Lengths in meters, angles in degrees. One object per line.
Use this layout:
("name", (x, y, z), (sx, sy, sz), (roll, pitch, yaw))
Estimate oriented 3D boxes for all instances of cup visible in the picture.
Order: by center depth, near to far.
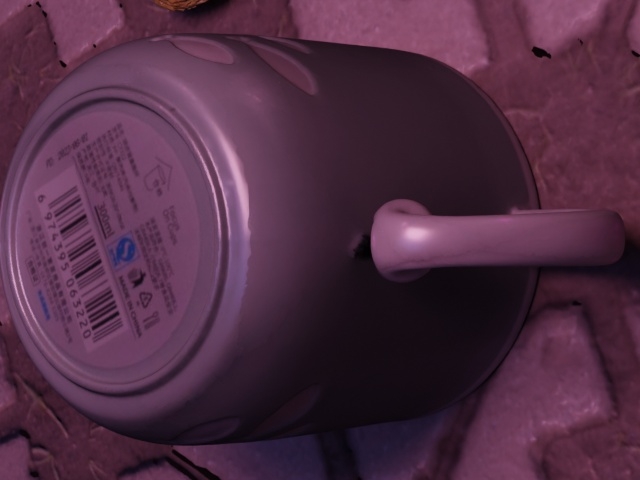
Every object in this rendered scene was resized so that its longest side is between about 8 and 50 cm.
("cup", (0.000, 0.000, 0.993), (0.356, 0.274, 0.259), (0, 92, 39))

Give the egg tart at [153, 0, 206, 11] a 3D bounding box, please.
("egg tart", (-0.098, -0.235, 1.210), (0.129, 0.049, 0.129), (6, 99, 41))
